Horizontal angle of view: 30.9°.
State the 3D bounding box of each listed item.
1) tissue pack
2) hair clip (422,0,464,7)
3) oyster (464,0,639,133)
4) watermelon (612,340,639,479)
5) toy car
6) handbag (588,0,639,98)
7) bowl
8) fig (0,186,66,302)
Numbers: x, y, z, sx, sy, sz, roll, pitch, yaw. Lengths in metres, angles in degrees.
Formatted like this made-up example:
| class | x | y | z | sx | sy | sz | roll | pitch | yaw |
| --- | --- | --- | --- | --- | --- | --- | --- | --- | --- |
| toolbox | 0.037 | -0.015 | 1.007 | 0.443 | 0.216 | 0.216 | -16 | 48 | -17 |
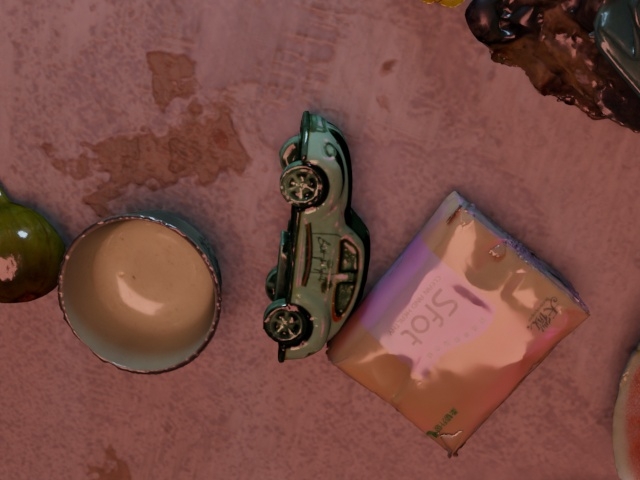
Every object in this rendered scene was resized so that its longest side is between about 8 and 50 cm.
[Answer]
| class | x | y | z | sx | sy | sz | roll | pitch | yaw |
| --- | --- | --- | --- | --- | --- | --- | --- | --- | --- |
| tissue pack | 0.166 | 0.102 | 1.418 | 0.215 | 0.123 | 0.256 | 38 | 103 | -3 |
| hair clip | 0.109 | -0.339 | 1.312 | 0.072 | 0.046 | 0.173 | -35 | 99 | 22 |
| oyster | 0.342 | -0.206 | 1.300 | 0.361 | 0.096 | 0.221 | 43 | 117 | -4 |
| watermelon | 0.482 | 0.181 | 1.360 | 0.224 | 0.180 | 0.305 | 12 | 113 | -7 |
| toy car | 0.000 | 0.000 | 1.406 | 0.125 | 0.136 | 0.305 | 7 | 109 | -4 |
| handbag | 0.453 | -0.210 | 1.202 | 0.269 | 0.100 | 0.274 | -40 | 97 | -21 |
| bowl | -0.214 | 0.052 | 1.468 | 0.211 | 0.112 | 0.211 | 3 | 110 | 9 |
| fig | -0.410 | -0.032 | 1.486 | 0.124 | 0.124 | 0.236 | -25 | 81 | 17 |
